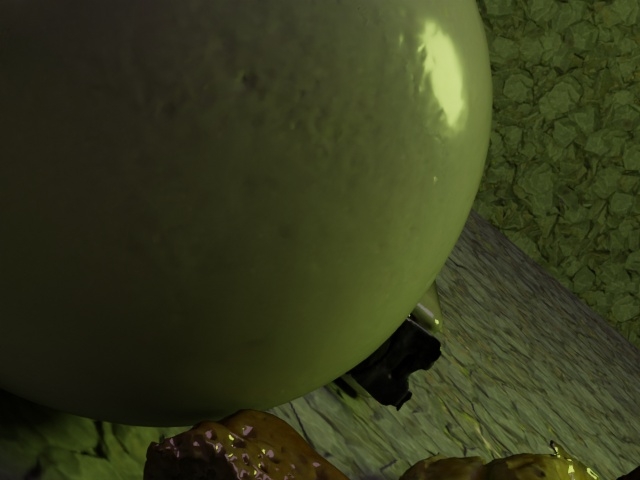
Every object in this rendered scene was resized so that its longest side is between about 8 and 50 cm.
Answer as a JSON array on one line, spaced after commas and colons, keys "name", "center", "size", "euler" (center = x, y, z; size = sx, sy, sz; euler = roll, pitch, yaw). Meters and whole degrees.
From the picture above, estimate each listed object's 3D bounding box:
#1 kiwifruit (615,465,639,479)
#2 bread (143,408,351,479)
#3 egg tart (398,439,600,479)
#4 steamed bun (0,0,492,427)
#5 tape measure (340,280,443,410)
[{"name": "kiwifruit", "center": [0.333, 0.284, 0.908], "size": [0.234, 0.196, 0.196], "euler": [44, 13, 14]}, {"name": "bread", "center": [0.034, 0.228, 0.415], "size": [0.380, 0.109, 0.185], "euler": [46, 21, 19]}, {"name": "egg tart", "center": [0.175, 0.246, 0.746], "size": [0.290, 0.115, 0.290], "euler": [40, 16, -13]}, {"name": "steamed bun", "center": [-0.071, -0.054, 0.522], "size": [0.324, 0.324, 0.206], "euler": [34, 20, -32]}, {"name": "tape measure", "center": [0.000, 0.000, 0.971], "size": [0.231, 0.133, 0.271], "euler": [41, 16, -11]}]
